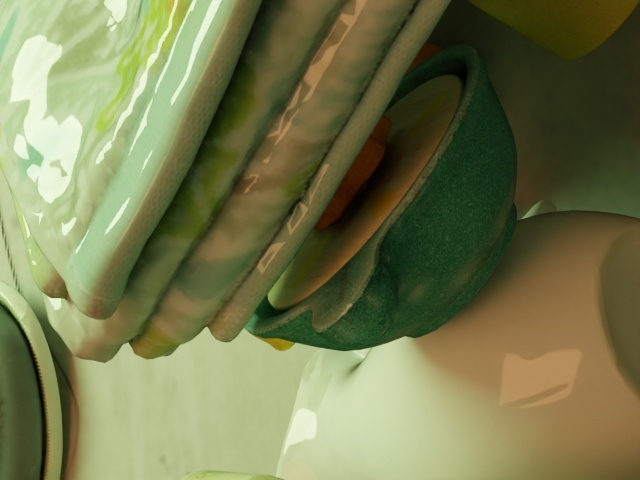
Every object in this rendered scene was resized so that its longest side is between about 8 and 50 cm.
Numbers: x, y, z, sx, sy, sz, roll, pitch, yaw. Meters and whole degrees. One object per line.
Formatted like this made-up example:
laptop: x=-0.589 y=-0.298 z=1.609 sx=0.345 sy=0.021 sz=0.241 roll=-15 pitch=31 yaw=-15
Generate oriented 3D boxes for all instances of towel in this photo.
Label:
towel: x=-0.029 y=-0.183 z=0.675 sx=0.374 sy=0.090 sz=0.320 roll=-58 pitch=34 yaw=26

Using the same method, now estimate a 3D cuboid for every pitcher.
pitcher: x=0.071 y=0.043 z=0.781 sx=0.207 sy=0.125 sz=0.178 roll=-29 pitch=53 yaw=47

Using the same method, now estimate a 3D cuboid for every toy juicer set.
toy juicer set: x=0.000 y=0.000 z=0.721 sx=0.089 sy=0.329 sz=0.209 roll=38 pitch=142 yaw=-15

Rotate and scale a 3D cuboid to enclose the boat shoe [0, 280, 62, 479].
boat shoe: x=-0.242 y=0.170 z=1.120 sx=0.116 sy=0.099 sz=0.319 roll=41 pitch=124 yaw=33
